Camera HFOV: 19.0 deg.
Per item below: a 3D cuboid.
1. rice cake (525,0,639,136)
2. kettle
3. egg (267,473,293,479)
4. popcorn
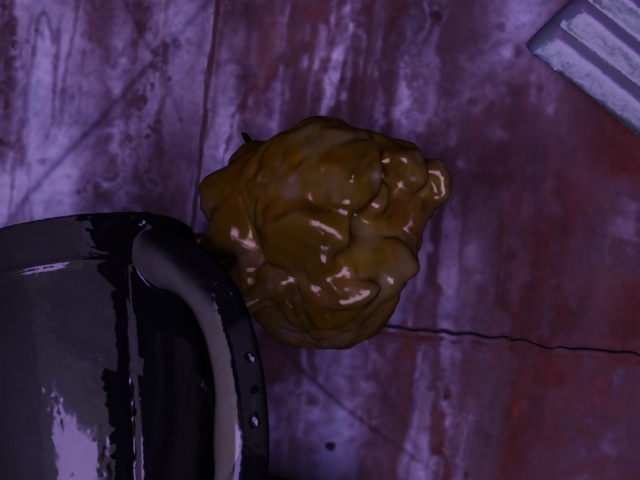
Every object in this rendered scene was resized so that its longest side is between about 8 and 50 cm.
[{"bbox_3d":[0.321,-0.173,1.733,0.189,0.037,0.198,-44,90,7],"label":"rice cake"},{"bbox_3d":[-0.159,0.151,1.548,0.321,0.228,0.324,-22,71,38],"label":"kettle"},{"bbox_3d":[-0.060,0.324,1.700,0.289,0.238,0.238,-3,95,25],"label":"egg"},{"bbox_3d":[-0.003,0.003,1.708,0.253,0.190,0.191,-10,51,37],"label":"popcorn"}]
